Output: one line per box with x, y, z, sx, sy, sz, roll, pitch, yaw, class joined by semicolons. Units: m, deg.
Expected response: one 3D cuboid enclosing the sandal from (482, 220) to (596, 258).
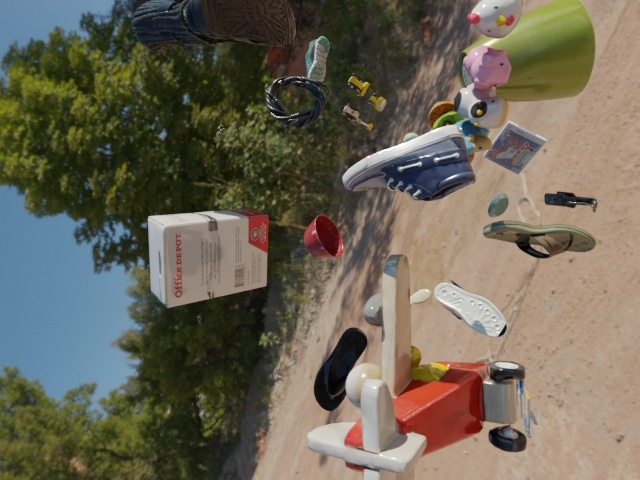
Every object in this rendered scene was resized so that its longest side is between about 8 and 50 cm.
0.616;0.009;1.195;0.120;0.303;0.086;87;-170;-67;sandal

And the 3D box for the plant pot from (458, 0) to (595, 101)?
0.570;-0.518;1.221;0.275;0.293;0.275;-14;-90;-84;plant pot

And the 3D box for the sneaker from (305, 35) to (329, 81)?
-0.021;-0.589;1.396;0.076;0.065;0.166;26;104;47;sneaker

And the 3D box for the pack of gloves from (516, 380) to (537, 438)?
0.762;0.589;1.540;0.195;0.046;0.232;-68;-32;-60;pack of gloves

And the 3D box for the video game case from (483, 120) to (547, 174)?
0.870;-0.414;1.884;0.023;0.183;0.201;-56;-7;-41;video game case

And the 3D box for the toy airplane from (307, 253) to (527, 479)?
0.128;0.277;0.692;0.272;0.384;0.386;-1;45;52;toy airplane

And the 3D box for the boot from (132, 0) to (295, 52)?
-0.255;-0.547;1.047;0.348;0.260;0.131;-24;-65;-50;boot

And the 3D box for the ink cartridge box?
-0.275;0.033;1.043;0.114;0.273;0.197;19;111;46;ink cartridge box

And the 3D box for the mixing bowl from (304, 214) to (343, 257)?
0.000;0.000;1.667;0.098;0.181;0.181;-26;36;31;mixing bowl

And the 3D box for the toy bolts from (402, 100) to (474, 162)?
0.391;-0.339;1.431;0.228;0.218;0.158;-30;33;23;toy bolts

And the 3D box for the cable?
-0.074;-0.391;1.176;0.047;0.184;0.150;48;-118;-75;cable

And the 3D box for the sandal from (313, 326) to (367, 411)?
0.048;0.358;1.153;0.054;0.097;0.254;-57;-13;-78;sandal

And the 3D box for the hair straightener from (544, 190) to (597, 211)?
0.733;-0.110;1.252;0.230;0.089;0.047;-94;-5;-75;hair straightener

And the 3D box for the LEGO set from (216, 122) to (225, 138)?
-0.400;-0.436;1.666;0.054;0.023;0.083;-59;-5;-39;LEGO set

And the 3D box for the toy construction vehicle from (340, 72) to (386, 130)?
0.087;-0.298;0.911;0.086;0.098;0.035;-63;17;1;toy construction vehicle

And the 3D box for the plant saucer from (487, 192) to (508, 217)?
0.784;-0.150;1.831;0.021;0.119;0.119;45;122;48;plant saucer

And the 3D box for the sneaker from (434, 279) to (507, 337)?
0.635;0.291;1.745;0.130;0.323;0.236;-58;-33;3;sneaker

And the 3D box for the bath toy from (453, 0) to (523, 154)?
0.378;-0.382;0.974;0.151;0.129;0.348;38;143;40;bath toy

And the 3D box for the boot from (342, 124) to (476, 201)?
0.124;-0.091;0.614;0.190;0.069;0.086;-21;75;28;boot
